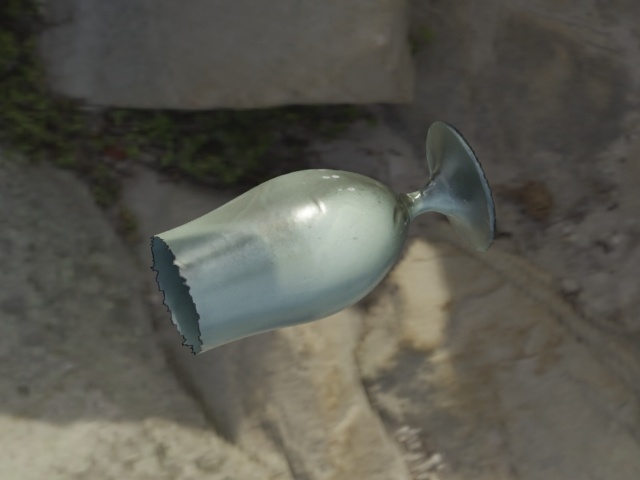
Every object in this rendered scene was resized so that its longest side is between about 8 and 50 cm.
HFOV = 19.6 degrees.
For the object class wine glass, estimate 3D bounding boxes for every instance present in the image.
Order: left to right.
[{"bbox_3d":[0.000,0.000,1.138,0.202,0.093,0.093,-20,84,-14],"label":"wine glass"}]
